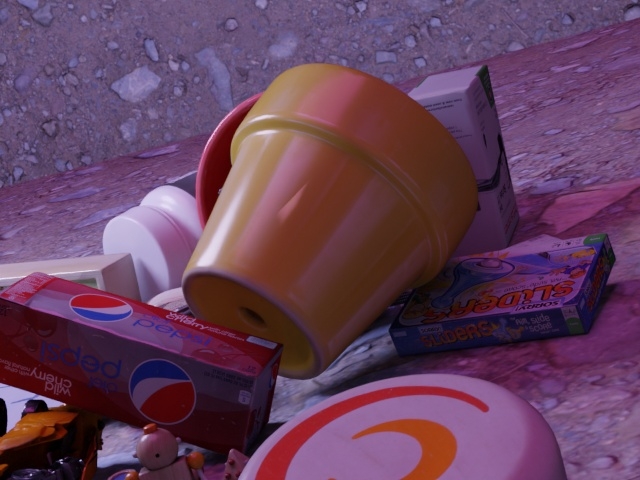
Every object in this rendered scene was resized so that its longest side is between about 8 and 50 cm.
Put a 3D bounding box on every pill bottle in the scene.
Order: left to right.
[{"bbox_3d":[-0.157,-0.022,1.856,0.161,0.161,0.283,-5,19,46],"label":"pill bottle"}]

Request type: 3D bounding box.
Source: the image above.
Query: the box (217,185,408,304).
[{"bbox_3d":[0.000,0.000,1.500,0.191,0.184,0.045,-14,12,15],"label":"box"}]

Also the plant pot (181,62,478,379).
[{"bbox_3d":[-0.008,-0.004,1.291,0.254,0.254,0.239,-2,44,50],"label":"plant pot"}]

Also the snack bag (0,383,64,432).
[{"bbox_3d":[-0.380,0.203,1.480,0.323,0.037,0.342,-12,20,20],"label":"snack bag"}]

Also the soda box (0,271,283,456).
[{"bbox_3d":[-0.175,0.114,1.223,0.263,0.092,0.083,16,22,11],"label":"soda box"}]

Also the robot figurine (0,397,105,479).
[{"bbox_3d":[-0.295,0.200,1.147,0.211,0.085,0.291,1,7,6],"label":"robot figurine"}]

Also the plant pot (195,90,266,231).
[{"bbox_3d":[0.015,-0.065,1.649,0.275,0.275,0.243,-14,3,19],"label":"plant pot"}]

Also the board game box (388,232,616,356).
[{"bbox_3d":[0.182,0.055,1.306,0.201,0.035,0.136,-11,25,30],"label":"board game box"}]

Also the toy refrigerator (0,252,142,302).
[{"bbox_3d":[-0.384,0.086,1.767,0.270,0.102,0.094,-5,14,22],"label":"toy refrigerator"}]

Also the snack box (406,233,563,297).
[{"bbox_3d":[0.187,0.036,1.452,0.178,0.022,0.064,-21,15,-12],"label":"snack box"}]

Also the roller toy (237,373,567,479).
[{"bbox_3d":[0.057,0.182,0.746,0.209,0.146,0.191,-4,27,29],"label":"roller toy"}]

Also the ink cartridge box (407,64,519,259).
[{"bbox_3d":[0.177,-0.096,1.606,0.087,0.208,0.153,-9,15,18],"label":"ink cartridge box"}]

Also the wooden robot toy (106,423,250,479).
[{"bbox_3d":[-0.142,0.193,1.120,0.173,0.079,0.076,-18,13,0],"label":"wooden robot toy"}]

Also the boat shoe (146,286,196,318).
[{"bbox_3d":[-0.065,0.084,1.450,0.285,0.102,0.092,-12,28,6],"label":"boat shoe"}]

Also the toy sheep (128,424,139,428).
[{"bbox_3d":[-0.146,0.144,1.321,0.132,0.091,0.091,-42,24,-29],"label":"toy sheep"}]
